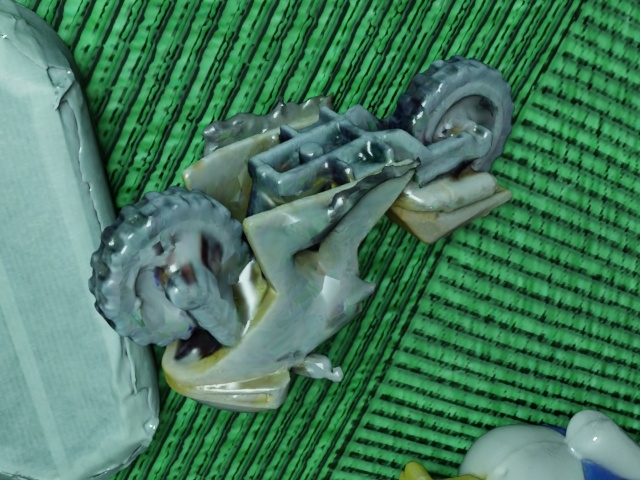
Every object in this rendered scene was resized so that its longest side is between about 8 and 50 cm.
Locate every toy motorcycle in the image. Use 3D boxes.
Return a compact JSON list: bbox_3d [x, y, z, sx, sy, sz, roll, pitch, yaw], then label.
[{"bbox_3d":[0.000,0.000,0.536,0.229,0.094,0.129,-27,128,-25],"label":"toy motorcycle"}]

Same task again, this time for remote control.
[{"bbox_3d":[-0.135,0.012,0.501,0.104,0.052,0.247,-19,122,-13],"label":"remote control"}]

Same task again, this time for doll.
[{"bbox_3d":[0.183,0.152,0.672,0.293,0.119,0.138,-2,122,-17],"label":"doll"}]
